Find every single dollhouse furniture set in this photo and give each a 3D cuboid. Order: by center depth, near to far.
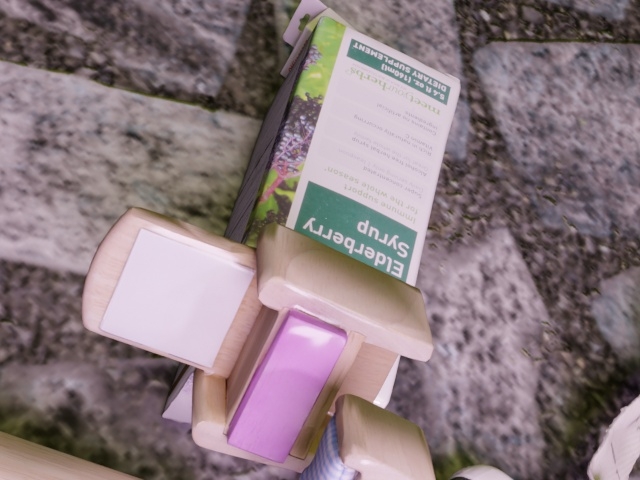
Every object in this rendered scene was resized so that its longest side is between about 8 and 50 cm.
[{"bbox_3d":[-0.098,0.164,0.481,0.198,0.286,0.303,21,23,-12],"label":"dollhouse furniture set"}]

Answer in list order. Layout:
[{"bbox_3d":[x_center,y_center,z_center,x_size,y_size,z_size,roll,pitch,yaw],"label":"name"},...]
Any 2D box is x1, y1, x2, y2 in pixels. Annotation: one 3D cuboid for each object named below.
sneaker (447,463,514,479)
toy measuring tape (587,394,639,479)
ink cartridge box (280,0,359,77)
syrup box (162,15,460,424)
[{"bbox_3d":[0.098,0.222,0.721,0.121,0.079,0.217,-26,63,-34],"label":"sneaker"},{"bbox_3d":[0.249,0.080,0.842,0.121,0.121,0.330,42,38,6],"label":"toy measuring tape"},{"bbox_3d":[0.008,-0.109,0.922,0.083,0.048,0.028,40,49,6],"label":"ink cartridge box"},{"bbox_3d":[0.000,0.000,0.810,0.093,0.096,0.237,24,49,-10],"label":"syrup box"}]
